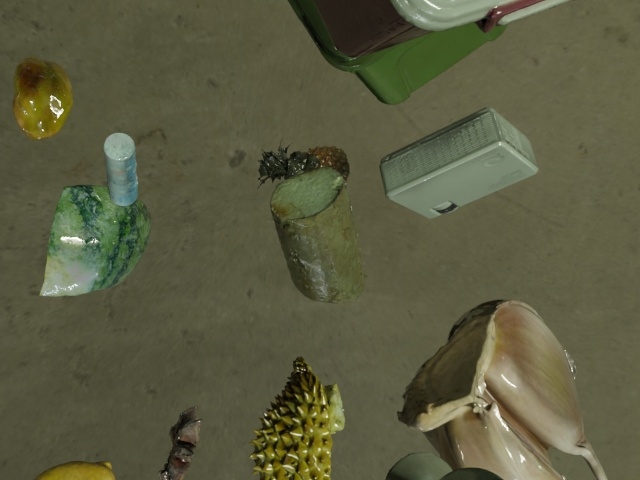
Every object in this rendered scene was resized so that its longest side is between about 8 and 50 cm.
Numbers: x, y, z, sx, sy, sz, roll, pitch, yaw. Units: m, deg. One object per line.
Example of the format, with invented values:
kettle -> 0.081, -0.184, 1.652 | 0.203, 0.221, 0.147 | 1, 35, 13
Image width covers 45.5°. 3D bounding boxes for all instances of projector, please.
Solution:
projector -> 0.268, -0.147, 1.488 | 0.256, 0.192, 0.099 | -25, 62, 30

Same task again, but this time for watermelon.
watermelon -> -0.510, 0.003, 1.703 | 0.175, 0.256, 0.260 | -17, 53, 31

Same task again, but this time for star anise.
star anise -> -0.330, 0.487, 1.822 | 0.063, 0.172, 0.208 | 23, 51, -14

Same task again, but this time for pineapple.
pineapple -> -0.044, -0.174, 1.776 | 0.251, 0.125, 0.125 | -4, 94, -43

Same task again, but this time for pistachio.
pistachio -> -0.539, -0.285, 1.488 | 0.110, 0.100, 0.190 | -2, 61, -14

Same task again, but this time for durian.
durian -> -0.029, 0.367, 1.416 | 0.172, 0.166, 0.307 | -11, 76, 33

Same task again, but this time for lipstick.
lipstick -> -0.311, -0.108, 1.193 | 0.048, 0.158, 0.048 | 5, 66, -10

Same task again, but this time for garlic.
garlic -> 0.211, 0.192, 0.841 | 0.210, 0.237, 0.292 | -45, 120, 2

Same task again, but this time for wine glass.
wine glass -> 0.110, 0.219, 0.613 | 0.079, 0.195, 0.079 | 2, 81, -11

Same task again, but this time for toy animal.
toy animal -> -0.208, 0.268, 0.663 | 0.083, 0.159, 0.070 | 8, 116, -35

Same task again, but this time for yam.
yam -> 0.000, 0.000, 1.564 | 0.167, 0.168, 0.304 | -18, 136, -5

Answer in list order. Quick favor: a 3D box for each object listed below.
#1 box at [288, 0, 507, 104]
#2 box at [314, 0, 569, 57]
box -> 0.084, -0.351, 0.992 | 0.252, 0.178, 0.329 | -31, 59, 10
box -> 0.060, -0.273, 0.506 | 0.193, 0.167, 0.294 | -23, 96, -16
